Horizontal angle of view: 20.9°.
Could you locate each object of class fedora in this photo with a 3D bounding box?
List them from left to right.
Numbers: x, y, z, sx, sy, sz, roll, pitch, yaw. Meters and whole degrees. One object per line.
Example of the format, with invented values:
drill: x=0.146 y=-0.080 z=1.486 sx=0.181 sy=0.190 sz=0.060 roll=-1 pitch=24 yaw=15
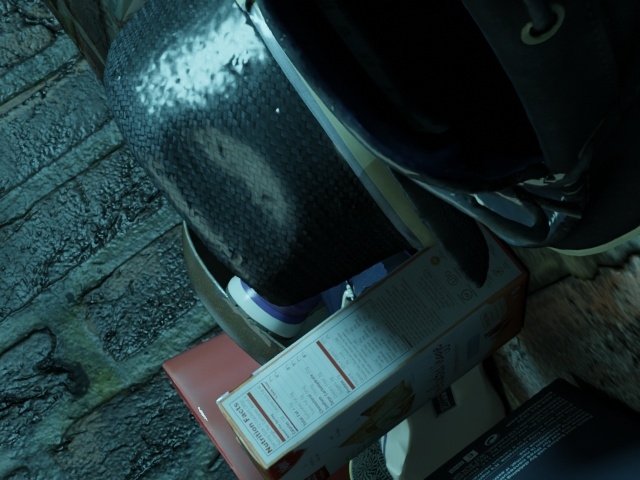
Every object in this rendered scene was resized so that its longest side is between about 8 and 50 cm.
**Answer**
fedora: x=-0.034 y=-0.075 z=1.132 sx=0.334 sy=0.152 sz=0.334 roll=54 pitch=-174 yaw=-8

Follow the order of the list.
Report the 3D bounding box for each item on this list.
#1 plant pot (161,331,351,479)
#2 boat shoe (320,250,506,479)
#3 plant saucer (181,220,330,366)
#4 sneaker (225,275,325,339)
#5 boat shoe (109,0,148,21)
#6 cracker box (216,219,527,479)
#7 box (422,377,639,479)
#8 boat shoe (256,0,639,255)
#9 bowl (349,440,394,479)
plant pot: x=-0.020 y=0.193 z=2.118 sx=0.275 sy=0.243 sz=0.275 roll=54 pitch=173 yaw=9
boat shoe: x=0.081 y=0.106 z=1.628 sx=0.158 sy=0.127 sz=0.340 roll=58 pitch=168 yaw=32
plant saucer: x=-0.026 y=0.073 z=1.801 sx=0.310 sy=0.050 sz=0.310 roll=35 pitch=-161 yaw=-14
sneaker: x=0.000 y=0.000 z=1.747 sx=0.107 sy=0.124 sz=0.283 roll=37 pitch=-162 yaw=-5
boat shoe: x=-0.112 y=-0.242 z=1.356 sx=0.320 sy=0.103 sz=0.118 roll=156 pitch=98 yaw=-77
cracker box: x=0.042 y=0.092 z=1.278 sx=0.067 sy=0.232 sz=0.156 roll=52 pitch=173 yaw=17
box: x=0.242 y=0.308 z=1.194 sx=0.343 sy=0.179 sz=0.312 roll=56 pitch=173 yaw=-16
boat shoe: x=0.056 y=-0.097 z=0.641 sx=0.187 sy=0.156 sz=0.500 roll=51 pitch=173 yaw=16
bowl: x=0.124 y=0.250 z=1.963 sx=0.170 sy=0.170 sz=0.080 roll=57 pitch=-147 yaw=-18
